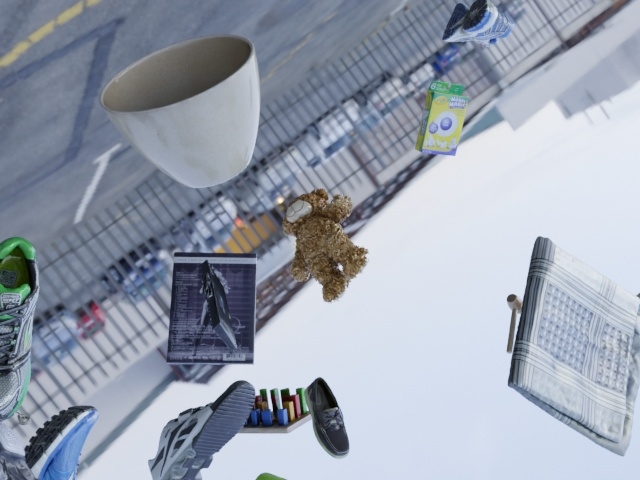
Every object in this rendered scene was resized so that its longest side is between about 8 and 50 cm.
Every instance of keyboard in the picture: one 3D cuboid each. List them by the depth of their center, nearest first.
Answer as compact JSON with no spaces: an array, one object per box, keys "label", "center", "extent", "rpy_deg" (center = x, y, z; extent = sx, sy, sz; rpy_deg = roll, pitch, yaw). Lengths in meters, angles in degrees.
[{"label":"keyboard","center":[-0.190,0.108,1.380],"extent":[0.023,0.108,0.180],"rpy_deg":[-24,-141,1]}]

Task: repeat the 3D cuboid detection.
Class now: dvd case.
[{"label":"dvd case","center":[-0.207,0.129,1.495],"extent":[0.165,0.221,0.018],"rpy_deg":[1,161,-2]}]

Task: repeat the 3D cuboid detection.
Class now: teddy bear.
[{"label":"teddy bear","center":[0.000,0.000,1.930],"extent":[0.113,0.338,0.245],"rpy_deg":[8,143,-37]}]

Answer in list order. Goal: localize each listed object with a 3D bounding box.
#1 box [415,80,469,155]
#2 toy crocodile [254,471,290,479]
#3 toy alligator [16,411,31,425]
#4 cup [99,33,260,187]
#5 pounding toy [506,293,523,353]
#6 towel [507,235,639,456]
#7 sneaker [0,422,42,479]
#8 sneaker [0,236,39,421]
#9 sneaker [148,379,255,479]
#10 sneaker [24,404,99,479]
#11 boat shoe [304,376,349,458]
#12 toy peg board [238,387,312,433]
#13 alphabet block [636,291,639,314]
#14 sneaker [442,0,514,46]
[{"label":"box","center":[0.309,-0.307,1.952],"extent":[0.105,0.179,0.043],"rpy_deg":[3,-163,-21]},{"label":"toy crocodile","center":[-0.105,0.565,1.342],"extent":[0.105,0.115,0.340],"rpy_deg":[6,105,-55]},{"label":"toy alligator","center":[-0.647,0.303,1.520],"extent":[0.056,0.190,0.051],"rpy_deg":[-48,156,-56]},{"label":"cup","center":[-0.261,-0.254,1.630],"extent":[0.331,0.237,0.331],"rpy_deg":[-12,-144,9]},{"label":"pounding toy","center":[0.541,0.253,1.845],"extent":[0.155,0.269,0.154],"rpy_deg":[-41,139,13]},{"label":"towel","center":[0.490,0.195,1.431],"extent":[0.056,0.324,0.312],"rpy_deg":[-24,-140,52]},{"label":"sneaker","center":[-0.586,0.476,1.417],"extent":[0.101,0.268,0.153],"rpy_deg":[-36,178,43]},{"label":"sneaker","center":[-0.577,0.151,1.379],"extent":[0.134,0.343,0.146],"rpy_deg":[6,155,-24]},{"label":"sneaker","center":[-0.285,0.425,1.752],"extent":[0.330,0.146,0.122],"rpy_deg":[-51,141,4]},{"label":"sneaker","center":[-0.551,0.495,1.596],"extent":[0.130,0.147,0.330],"rpy_deg":[-5,-128,55]},{"label":"boat shoe","center":[0.012,0.315,1.382],"extent":[0.056,0.152,0.049],"rpy_deg":[-11,143,-26]},{"label":"toy peg board","center":[-0.117,0.412,1.890],"extent":[0.161,0.079,0.161],"rpy_deg":[-7,180,25]},{"label":"alphabet block","center":[0.824,0.148,1.672],"extent":[0.197,0.192,0.193],"rpy_deg":[-36,178,-12]},{"label":"sneaker","center":[0.197,-0.265,0.972],"extent":[0.052,0.058,0.135],"rpy_deg":[-66,-164,8]}]
